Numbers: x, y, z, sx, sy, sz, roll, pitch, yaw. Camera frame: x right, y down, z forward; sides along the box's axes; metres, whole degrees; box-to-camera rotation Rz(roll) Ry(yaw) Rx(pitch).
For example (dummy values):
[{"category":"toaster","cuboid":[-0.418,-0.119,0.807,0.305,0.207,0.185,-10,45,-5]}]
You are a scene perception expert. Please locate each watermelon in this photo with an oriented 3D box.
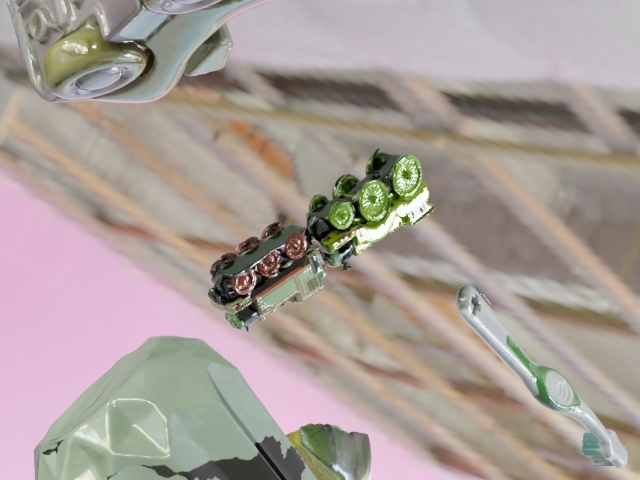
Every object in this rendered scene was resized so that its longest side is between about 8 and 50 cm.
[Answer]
[{"category":"watermelon","cuboid":[-0.004,0.199,1.451,0.092,0.075,0.181,-1,-16,-24]}]

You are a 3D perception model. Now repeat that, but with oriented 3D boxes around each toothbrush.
[{"category":"toothbrush","cuboid":[0.232,0.146,1.817,0.040,0.042,0.418,-3,-29,28]}]

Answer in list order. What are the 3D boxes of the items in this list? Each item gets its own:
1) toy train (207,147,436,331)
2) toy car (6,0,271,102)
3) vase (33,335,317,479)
[{"category":"toy train","cuboid":[0.000,0.000,1.634,0.053,0.250,0.085,16,-48,49]},{"category":"toy car","cuboid":[-0.111,-0.265,1.447,0.226,0.242,0.336,-7,-17,-39]},{"category":"vase","cuboid":[-0.030,0.234,1.213,0.360,0.165,0.165,48,-20,-9]}]
